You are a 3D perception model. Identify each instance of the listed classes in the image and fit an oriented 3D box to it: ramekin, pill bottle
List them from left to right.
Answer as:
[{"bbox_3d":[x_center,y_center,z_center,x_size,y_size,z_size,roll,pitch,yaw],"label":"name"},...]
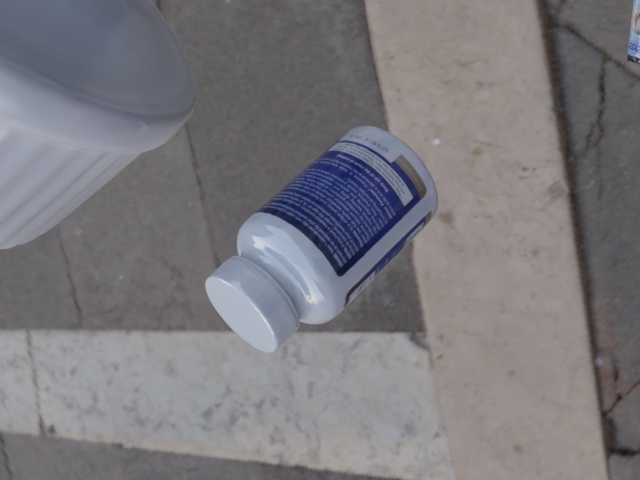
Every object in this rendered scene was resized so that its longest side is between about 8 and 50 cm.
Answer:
[{"bbox_3d":[-0.208,-0.112,0.514,0.127,0.273,0.273,-46,75,19],"label":"ramekin"},{"bbox_3d":[0.000,0.000,0.509,0.067,0.120,0.067,36,152,22],"label":"pill bottle"}]

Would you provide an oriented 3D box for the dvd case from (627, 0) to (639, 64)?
[{"bbox_3d":[0.327,-0.298,0.843,0.022,0.180,0.253,28,142,34],"label":"dvd case"}]
